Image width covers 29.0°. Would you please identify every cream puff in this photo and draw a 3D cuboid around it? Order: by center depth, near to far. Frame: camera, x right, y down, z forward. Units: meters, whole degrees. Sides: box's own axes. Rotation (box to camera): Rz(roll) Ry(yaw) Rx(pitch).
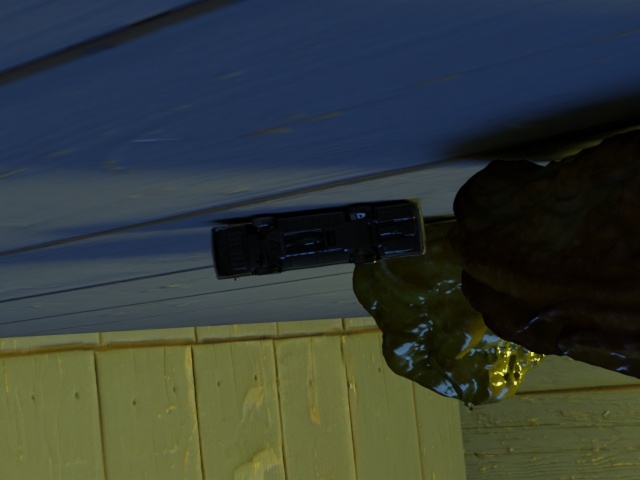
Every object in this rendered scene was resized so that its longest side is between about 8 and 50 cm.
[{"bbox_3d":[0.097,0.054,0.911,0.121,0.156,0.156,-23,175,-2],"label":"cream puff"}]

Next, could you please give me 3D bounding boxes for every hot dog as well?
[{"bbox_3d":[0.176,0.000,0.521,0.175,0.114,0.259,0,173,-34],"label":"hot dog"}]

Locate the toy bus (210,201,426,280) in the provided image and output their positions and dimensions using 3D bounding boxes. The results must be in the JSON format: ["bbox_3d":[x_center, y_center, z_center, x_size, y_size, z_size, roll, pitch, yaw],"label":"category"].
[{"bbox_3d":[0.000,0.000,0.767,0.130,0.037,0.052,-7,179,8],"label":"toy bus"}]
